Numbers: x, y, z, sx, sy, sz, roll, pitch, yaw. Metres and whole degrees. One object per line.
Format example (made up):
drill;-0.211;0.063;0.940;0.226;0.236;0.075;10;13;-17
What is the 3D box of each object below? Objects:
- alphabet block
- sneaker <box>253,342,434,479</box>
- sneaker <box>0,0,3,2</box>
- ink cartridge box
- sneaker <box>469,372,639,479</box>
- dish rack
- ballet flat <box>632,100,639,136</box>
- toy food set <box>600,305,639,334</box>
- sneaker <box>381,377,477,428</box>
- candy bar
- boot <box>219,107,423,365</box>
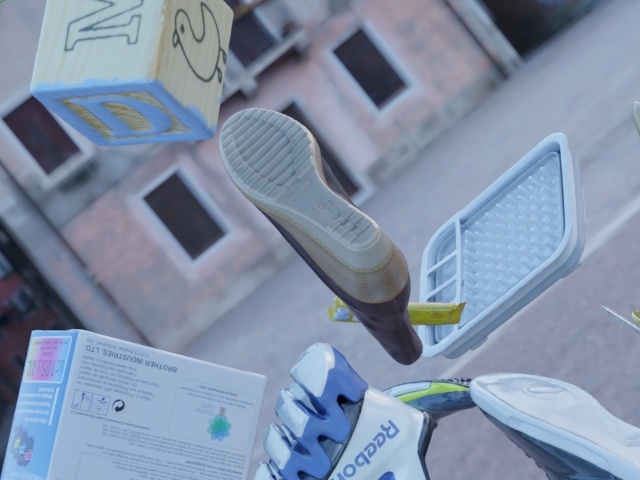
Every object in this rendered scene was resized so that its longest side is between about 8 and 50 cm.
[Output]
alphabet block;-0.248;-0.253;2.117;0.193;0.197;0.192;-1;-20;22
sneaker;0.016;0.263;1.364;0.127;0.182;0.315;-131;64;-76
sneaker;-0.361;-0.412;1.446;0.202;0.185;0.482;-28;-33;-24
ink cartridge box;-0.245;0.326;1.910;0.151;0.270;0.395;-10;66;58
sneaker;0.244;0.233;1.524;0.105;0.146;0.296;-13;26;-36
dish rack;0.280;0.021;2.379;0.333;0.072;0.285;-43;25;34
ballet flat;0.386;-0.064;1.608;0.073;0.232;0.080;-54;-39;6
toy food set;0.557;0.115;2.456;0.128;0.218;0.071;39;112;50
sneaker;0.087;0.260;1.992;0.300;0.121;0.111;-32;-18;29
candy bar;0.087;0.081;1.805;0.040;0.162;0.018;108;159;-47
boot;0.000;0.000;1.548;0.090;0.248;0.207;-37;-35;-12
